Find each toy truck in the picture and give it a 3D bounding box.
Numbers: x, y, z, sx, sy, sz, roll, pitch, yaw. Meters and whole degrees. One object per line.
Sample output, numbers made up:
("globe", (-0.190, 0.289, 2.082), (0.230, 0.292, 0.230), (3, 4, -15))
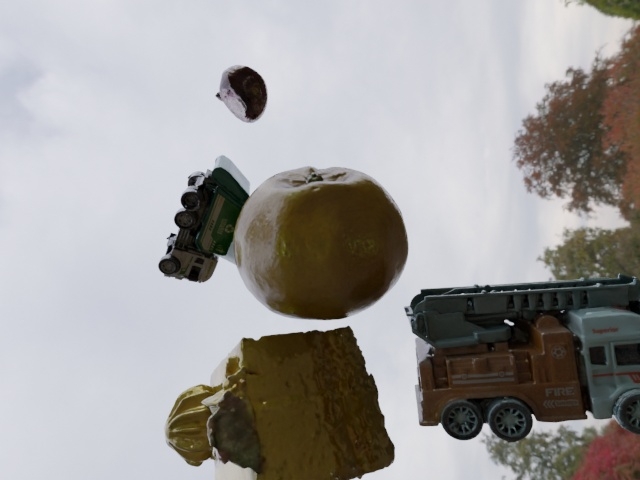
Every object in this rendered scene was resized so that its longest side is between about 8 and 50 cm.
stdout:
("toy truck", (0.290, 0.142, 0.547), (0.133, 0.338, 0.185), (-25, -73, -79))
("toy truck", (-0.224, -0.037, 0.803), (0.124, 0.114, 0.253), (18, -67, -17))

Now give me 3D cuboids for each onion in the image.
("onion", (-0.249, -0.471, 1.308), (0.135, 0.198, 0.173), (-42, -47, -20))

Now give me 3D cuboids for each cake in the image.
("cake", (-0.077, 0.281, 0.643), (0.285, 0.227, 0.223), (1, -123, -32))

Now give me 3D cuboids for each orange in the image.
("orange", (0.000, 0.000, 0.660), (0.279, 0.279, 0.235), (-24, -70, -47))

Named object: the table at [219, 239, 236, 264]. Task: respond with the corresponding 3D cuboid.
("table", (-0.242, 0.031, 1.360), (0.126, 0.220, 0.126), (-22, -58, -40))
